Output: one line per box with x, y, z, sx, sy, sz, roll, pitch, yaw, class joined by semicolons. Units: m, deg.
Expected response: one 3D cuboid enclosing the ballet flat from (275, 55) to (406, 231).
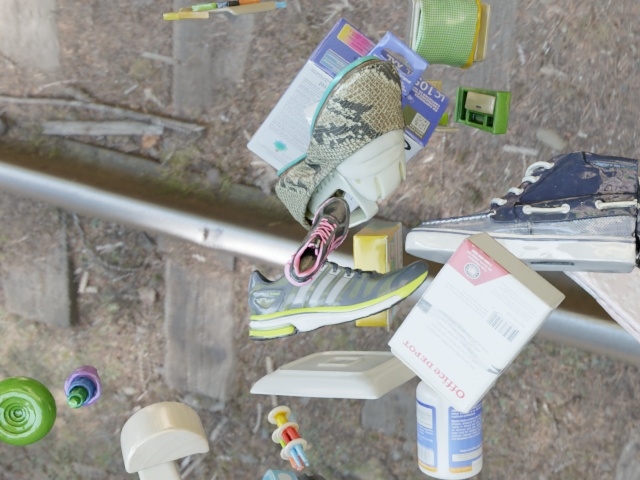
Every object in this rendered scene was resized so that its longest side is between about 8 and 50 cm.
0.049;-0.123;1.359;0.182;0.164;0.483;61;158;7;ballet flat

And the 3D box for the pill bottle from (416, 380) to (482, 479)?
0.302;0.405;1.922;0.152;0.152;0.272;1;98;21;pill bottle

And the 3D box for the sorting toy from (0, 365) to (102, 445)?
-0.552;0.319;1.397;0.365;0.126;0.127;-21;99;0;sorting toy

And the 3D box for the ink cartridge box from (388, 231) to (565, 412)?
0.143;0.076;0.762;0.099;0.056;0.135;42;116;18;ink cartridge box

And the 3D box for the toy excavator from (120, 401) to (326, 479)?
-0.145;0.493;1.387;0.445;0.222;0.433;9;110;-25;toy excavator

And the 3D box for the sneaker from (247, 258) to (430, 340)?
0.020;0.069;1.268;0.299;0.111;0.121;-15;86;5;sneaker

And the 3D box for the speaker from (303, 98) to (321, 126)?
0.041;-0.228;1.367;0.136;0.055;0.055;-28;99;14;speaker

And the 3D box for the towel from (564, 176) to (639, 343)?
0.727;0.066;1.792;0.317;0.332;0.053;43;152;4;towel

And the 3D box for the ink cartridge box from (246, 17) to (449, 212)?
0.061;-0.242;1.610;0.270;0.151;0.395;36;148;-8;ink cartridge box

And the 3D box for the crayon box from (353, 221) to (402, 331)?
0.132;0.073;1.862;0.083;0.323;0.203;0;97;10;crayon box

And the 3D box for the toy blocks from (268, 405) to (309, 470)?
-0.059;0.449;1.771;0.054;0.148;0.123;-19;131;-14;toy blocks

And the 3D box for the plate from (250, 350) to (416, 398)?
0.042;0.262;1.645;0.277;0.278;0.045;-4;92;28;plate

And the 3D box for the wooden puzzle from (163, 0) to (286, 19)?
-0.090;-0.226;0.791;0.078;0.116;0.014;7;112;28;wooden puzzle

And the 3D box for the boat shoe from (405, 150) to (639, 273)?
0.296;-0.042;1.173;0.340;0.127;0.158;3;79;16;boat shoe

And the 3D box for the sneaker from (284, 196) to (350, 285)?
0.000;0.000;0.967;0.047;0.057;0.119;29;83;3;sneaker

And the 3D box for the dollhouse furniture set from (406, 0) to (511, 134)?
0.316;-0.400;1.857;0.151;0.197;0.302;31;122;58;dollhouse furniture set
